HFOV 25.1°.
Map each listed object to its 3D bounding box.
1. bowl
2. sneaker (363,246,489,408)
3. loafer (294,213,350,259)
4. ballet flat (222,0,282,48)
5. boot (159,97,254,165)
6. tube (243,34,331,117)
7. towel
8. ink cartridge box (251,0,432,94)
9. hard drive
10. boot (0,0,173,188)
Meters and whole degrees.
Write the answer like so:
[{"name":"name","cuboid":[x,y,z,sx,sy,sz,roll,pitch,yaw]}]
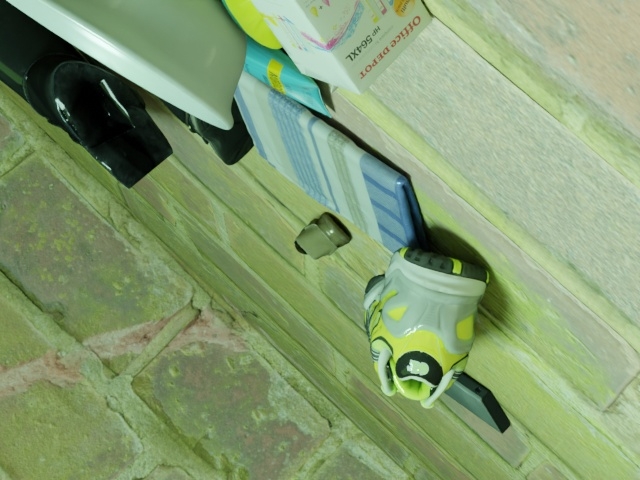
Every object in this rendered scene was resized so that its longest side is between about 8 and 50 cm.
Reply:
[{"name":"bowl","cuboid":[-0.179,-0.236,1.343,0.298,0.134,0.298,31,177,2]},{"name":"sneaker","cuboid":[0.105,0.121,1.693,0.145,0.147,0.385,15,166,7]},{"name":"loafer","cuboid":[0.000,0.000,1.971,0.056,0.050,0.148,46,169,-3]},{"name":"ballet flat","cuboid":[-0.066,-0.258,1.251,0.077,0.077,0.231,-3,137,35]},{"name":"boot","cuboid":[-0.168,-0.202,1.765,0.178,0.085,0.236,43,169,21]},{"name":"tube","cuboid":[-0.073,-0.202,1.538,0.207,0.052,0.080,36,178,17]},{"name":"towel","cuboid":[0.011,-0.089,1.662,0.285,0.034,0.209,37,164,29]},{"name":"ink cartridge box","cuboid":[0.012,-0.191,1.137,0.090,0.092,0.143,29,162,53]},{"name":"hard drive","cuboid":[0.208,0.217,2.075,0.135,0.022,0.094,34,164,46]},{"name":"boot","cuboid":[-0.425,-0.258,2.197,0.367,0.146,0.445,36,-177,-23]}]
